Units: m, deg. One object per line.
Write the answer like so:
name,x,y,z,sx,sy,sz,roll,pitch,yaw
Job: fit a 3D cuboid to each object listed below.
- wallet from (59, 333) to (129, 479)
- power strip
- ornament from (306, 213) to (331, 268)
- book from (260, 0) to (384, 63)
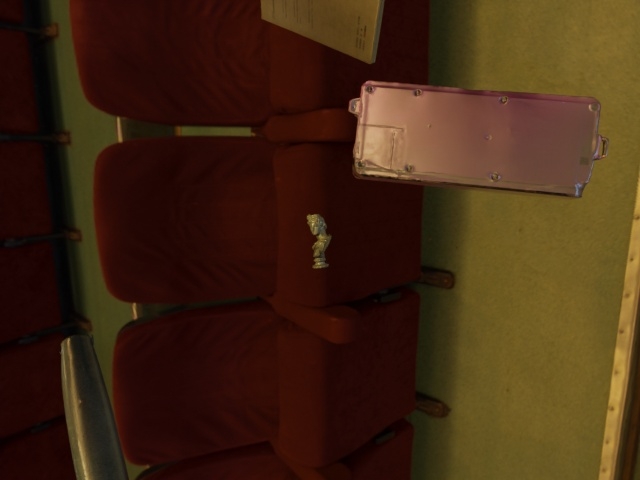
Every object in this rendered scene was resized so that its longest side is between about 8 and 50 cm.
wallet,-0.319,0.306,0.636,0.251,0.054,0.290,59,145,28
power strip,0.168,-0.112,0.496,0.278,0.037,0.109,6,92,5
ornament,0.000,0.003,0.794,0.041,0.068,0.092,-5,69,7
book,-0.005,-0.437,0.728,0.282,0.025,0.215,38,144,27
